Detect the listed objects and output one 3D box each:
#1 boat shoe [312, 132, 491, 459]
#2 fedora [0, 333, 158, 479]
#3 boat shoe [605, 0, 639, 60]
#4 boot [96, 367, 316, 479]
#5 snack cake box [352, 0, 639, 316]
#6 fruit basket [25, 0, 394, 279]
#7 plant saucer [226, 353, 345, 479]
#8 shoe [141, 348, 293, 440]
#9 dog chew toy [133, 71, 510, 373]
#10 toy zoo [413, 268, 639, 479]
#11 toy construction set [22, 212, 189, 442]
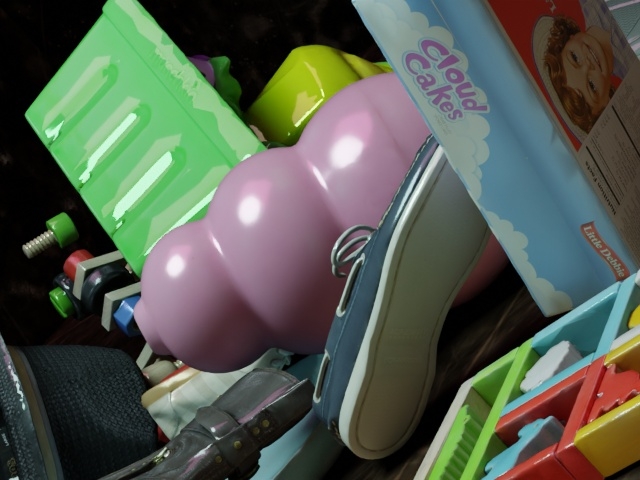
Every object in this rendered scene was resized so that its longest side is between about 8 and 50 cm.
[{"bbox_3d":[0.057,0.030,1.218,0.079,0.095,0.255,32,114,48],"label":"boat shoe"},{"bbox_3d":[-0.240,0.196,1.655,0.152,0.334,0.334,-14,0,-17],"label":"fedora"},{"bbox_3d":[0.320,-0.222,1.613,0.118,0.103,0.320,-18,23,21],"label":"boat shoe"},{"bbox_3d":[-0.119,0.190,1.346,0.229,0.091,0.263,-41,11,-24],"label":"boot"},{"bbox_3d":[0.148,-0.100,1.153,0.089,0.264,0.152,-20,21,39],"label":"snack cake box"},{"bbox_3d":[-0.054,-0.103,1.685,0.392,0.283,0.392,-14,50,18],"label":"fruit basket"},{"bbox_3d":[-0.075,0.209,1.411,0.317,0.044,0.317,-41,8,7],"label":"plant saucer"},{"bbox_3d":[-0.066,0.115,1.539,0.219,0.058,0.076,-35,-20,21],"label":"shoe"},{"bbox_3d":[0.000,0.000,1.405,0.331,0.207,0.206,-28,9,-2],"label":"dog chew toy"},{"bbox_3d":[0.169,0.079,0.989,0.293,0.030,0.192,-37,10,35],"label":"toy zoo"},{"bbox_3d":[-0.122,0.074,1.818,0.237,0.257,0.309,-33,26,-19],"label":"toy construction set"}]
